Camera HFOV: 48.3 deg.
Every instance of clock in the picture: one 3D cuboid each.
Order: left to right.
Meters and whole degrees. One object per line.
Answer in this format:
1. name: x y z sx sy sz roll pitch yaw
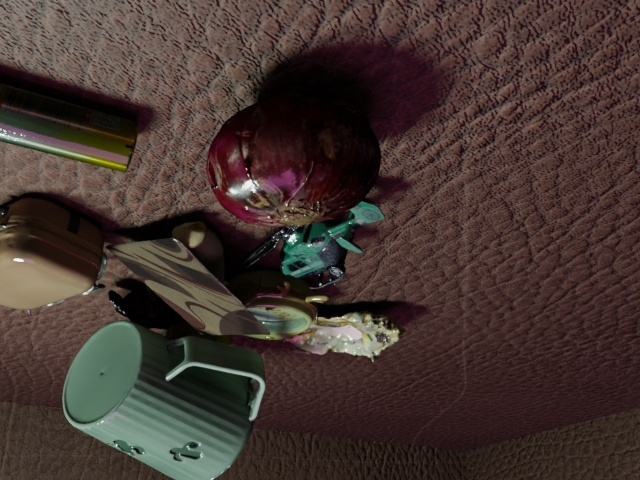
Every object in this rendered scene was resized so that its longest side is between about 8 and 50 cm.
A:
1. clock: -0.115 0.146 1.680 0.234 0.096 0.308 21 149 -32

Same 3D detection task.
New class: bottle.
1. bottle: -0.415 -0.173 1.037 0.286 0.082 0.082 14 153 -23

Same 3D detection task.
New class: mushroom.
1. mushroom: -0.257 0.054 1.505 0.109 0.097 0.351 -6 153 -13

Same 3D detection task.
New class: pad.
1. pad: -0.271 0.106 1.483 0.219 0.004 0.330 -6 137 38

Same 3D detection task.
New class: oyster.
1. oyster: 0.060 0.227 1.856 0.354 0.107 0.201 3 138 27

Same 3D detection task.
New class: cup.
1. cup: -0.354 0.356 1.731 0.392 0.401 0.310 42 178 -43

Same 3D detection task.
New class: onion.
1. onion: -0.036 -0.115 1.009 0.246 0.190 0.246 -9 172 -1

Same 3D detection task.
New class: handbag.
1. handbag: -0.568 0.046 1.451 0.301 0.149 0.283 -19 145 34

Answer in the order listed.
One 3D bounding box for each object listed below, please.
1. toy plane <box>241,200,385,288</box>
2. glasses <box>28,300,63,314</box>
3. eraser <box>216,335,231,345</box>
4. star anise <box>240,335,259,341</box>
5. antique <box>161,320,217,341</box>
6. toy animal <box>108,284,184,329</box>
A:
1. toy plane: 0.000 0.000 1.362 0.155 0.107 0.381 29 151 -24
2. glasses: -0.671 0.145 1.768 0.103 0.063 0.140 9 155 -17
3. eraser: -0.272 0.293 1.978 0.045 0.123 0.097 8 154 -4
4. star anise: -0.196 0.244 1.942 0.124 0.056 0.129 -19 148 39
5. antique: -0.361 0.274 1.956 0.125 0.150 0.284 8 146 -18
6. toy animal: -0.442 0.176 1.750 0.218 0.116 0.179 17 151 -42
